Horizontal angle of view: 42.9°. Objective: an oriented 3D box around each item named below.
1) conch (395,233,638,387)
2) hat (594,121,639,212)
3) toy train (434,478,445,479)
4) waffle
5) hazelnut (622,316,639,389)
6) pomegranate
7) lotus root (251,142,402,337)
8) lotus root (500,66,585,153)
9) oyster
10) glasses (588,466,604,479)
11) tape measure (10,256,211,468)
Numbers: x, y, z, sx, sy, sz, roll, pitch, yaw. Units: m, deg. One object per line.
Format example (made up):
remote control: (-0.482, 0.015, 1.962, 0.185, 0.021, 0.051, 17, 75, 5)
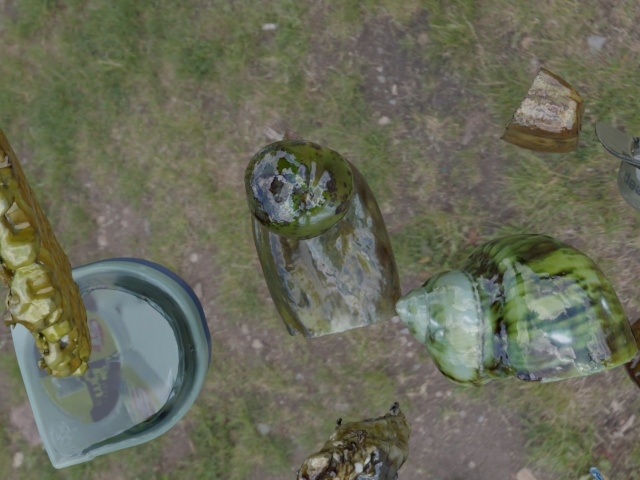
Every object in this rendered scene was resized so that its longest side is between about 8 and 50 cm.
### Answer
conch: (0.172, 0.067, 0.748, 0.181, 0.187, 0.124, -26, 102, 4)
hat: (0.581, -0.110, 1.495, 0.214, 0.245, 0.149, 53, 133, 46)
toy train: (0.211, 0.511, 1.497, 0.105, 0.178, 0.071, 4, 115, 9)
waffle: (-0.253, -0.001, 0.689, 0.254, 0.052, 0.245, 108, 139, -69)
hazelnut: (0.501, 0.159, 1.066, 0.204, 0.178, 0.178, 6, 96, 39)
pomegranate: (-0.028, -0.083, 1.023, 0.125, 0.138, 0.163, 122, 149, -61)
lotus root: (0.000, 0.000, 1.501, 0.250, 0.250, 0.346, -15, 98, 32)
lotus root: (0.389, -0.211, 1.414, 0.135, 0.095, 0.159, 21, 129, 16)
oyster: (0.041, 0.246, 0.893, 0.129, 0.345, 0.078, -43, 73, 5)
glasses: (0.580, 0.594, 1.682, 0.088, 0.189, 0.220, -26, 81, 17)
tape measure: (-0.283, 0.157, 1.125, 0.262, 0.138, 0.259, -15, 96, 7)
